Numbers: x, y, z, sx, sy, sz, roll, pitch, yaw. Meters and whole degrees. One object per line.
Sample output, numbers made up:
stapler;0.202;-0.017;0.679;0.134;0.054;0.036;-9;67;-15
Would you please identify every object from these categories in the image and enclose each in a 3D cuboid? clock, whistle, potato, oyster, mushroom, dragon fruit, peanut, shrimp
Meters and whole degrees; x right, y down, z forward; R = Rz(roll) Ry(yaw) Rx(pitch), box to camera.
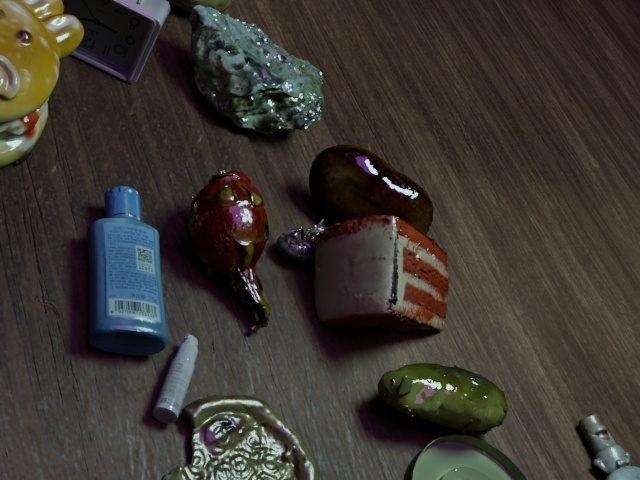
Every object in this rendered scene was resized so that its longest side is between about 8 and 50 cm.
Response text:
clock;-0.362;-0.363;1.504;0.197;0.150;0.063;25;43;-14
whistle;0.482;0.380;1.477;0.107;0.057;0.220;-8;51;-24
potato;0.182;0.232;1.365;0.225;0.090;0.117;16;6;-30
oyster;-0.119;-0.292;1.611;0.268;0.112;0.198;18;63;-14
mushroom;0.085;-0.098;1.614;0.227;0.148;0.217;39;21;-12
clock;0.223;0.385;1.303;0.235;0.029;0.235;19;43;-19
dragon fruit;-0.121;0.014;1.355;0.125;0.125;0.246;-18;82;-12
peanut;-0.238;-0.495;1.753;0.140;0.109;0.159;17;32;-37
shrimp;0.000;0.000;1.491;0.165;0.056;0.065;-17;57;-47

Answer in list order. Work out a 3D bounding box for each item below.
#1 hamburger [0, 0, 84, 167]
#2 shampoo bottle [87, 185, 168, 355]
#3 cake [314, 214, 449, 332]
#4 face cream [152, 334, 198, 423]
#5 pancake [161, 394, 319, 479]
hamburger;-0.478;-0.247;1.287;0.303;0.186;0.261;-17;64;-46
shampoo bottle;-0.267;0.034;1.263;0.104;0.061;0.258;11;47;-26
cake;0.095;0.068;1.466;0.262;0.159;0.158;29;60;-61
face cream;-0.186;0.178;1.205;0.034;0.034;0.130;26;42;-12
pancake;-0.097;0.296;1.161;0.212;0.029;0.235;21;43;-17
